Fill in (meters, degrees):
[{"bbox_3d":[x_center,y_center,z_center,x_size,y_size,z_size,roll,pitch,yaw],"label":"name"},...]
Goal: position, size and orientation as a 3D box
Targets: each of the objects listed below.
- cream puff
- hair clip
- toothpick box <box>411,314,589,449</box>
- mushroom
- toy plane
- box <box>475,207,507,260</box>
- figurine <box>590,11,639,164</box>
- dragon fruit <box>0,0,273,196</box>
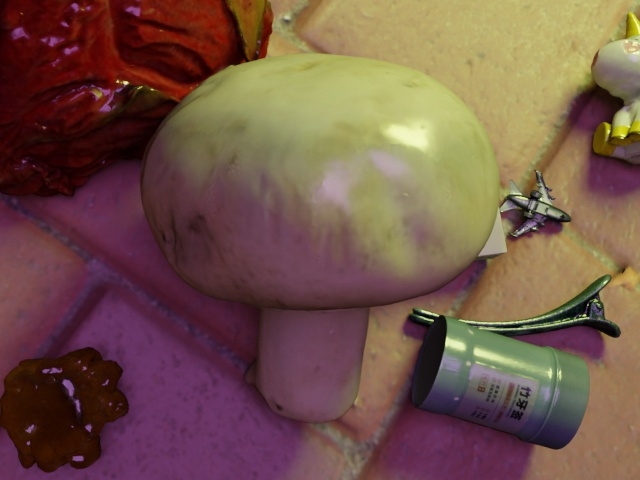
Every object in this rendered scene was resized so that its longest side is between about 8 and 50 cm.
[{"bbox_3d":[-0.242,0.156,0.810,0.116,0.094,0.122,37,99,2],"label":"cream puff"},{"bbox_3d":[0.210,0.083,0.921,0.229,0.039,0.070,-6,82,-9],"label":"hair clip"},{"bbox_3d":[0.181,0.145,0.873,0.153,0.101,0.101,17,78,-4],"label":"toothpick box"},{"bbox_3d":[0.000,0.000,0.787,0.314,0.314,0.336,-2,119,-10],"label":"mushroom"},{"bbox_3d":[0.242,-0.036,0.951,0.083,0.031,0.078,20,93,-3],"label":"toy plane"},{"bbox_3d":[0.121,-0.038,0.920,0.130,0.051,0.129,-7,81,-11],"label":"box"},{"bbox_3d":[0.363,-0.175,0.975,0.129,0.109,0.178,-7,80,-37],"label":"figurine"},{"bbox_3d":[-0.212,-0.178,0.857,0.302,0.240,0.330,28,99,-31],"label":"dragon fruit"}]
